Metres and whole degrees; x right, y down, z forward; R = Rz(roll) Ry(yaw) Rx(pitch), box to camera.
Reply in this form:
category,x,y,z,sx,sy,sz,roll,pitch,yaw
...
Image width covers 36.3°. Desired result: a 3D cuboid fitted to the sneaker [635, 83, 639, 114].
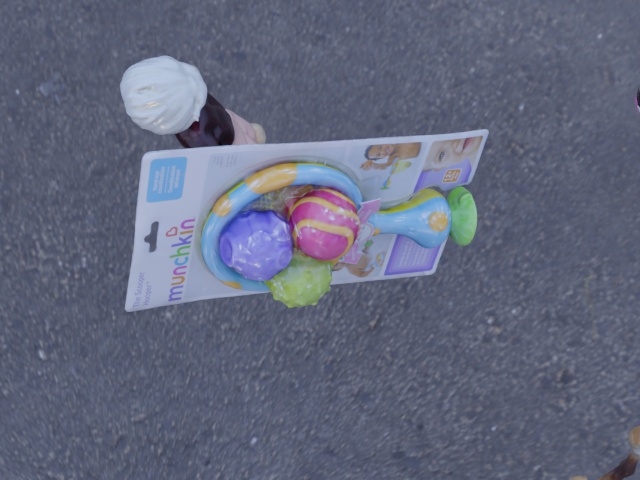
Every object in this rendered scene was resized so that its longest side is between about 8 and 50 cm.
category,x,y,z,sx,sy,sz,roll,pitch,yaw
sneaker,0.242,-0.099,0.512,0.063,0.170,0.075,-47,120,-31

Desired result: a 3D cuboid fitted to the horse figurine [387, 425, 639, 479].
category,x,y,z,sx,sy,sz,roll,pitch,yaw
horse figurine,0.138,0.213,0.696,0.263,0.174,0.066,-15,48,3

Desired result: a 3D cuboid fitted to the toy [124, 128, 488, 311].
category,x,y,z,sx,sy,sz,roll,pitch,yaw
toy,0.000,0.000,0.639,0.237,0.137,0.056,-9,46,-26

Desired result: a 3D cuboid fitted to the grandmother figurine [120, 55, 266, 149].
category,x,y,z,sx,sy,sz,roll,pitch,yaw
grandmother figurine,-0.142,-0.135,1.219,0.104,0.342,0.208,-42,70,5
